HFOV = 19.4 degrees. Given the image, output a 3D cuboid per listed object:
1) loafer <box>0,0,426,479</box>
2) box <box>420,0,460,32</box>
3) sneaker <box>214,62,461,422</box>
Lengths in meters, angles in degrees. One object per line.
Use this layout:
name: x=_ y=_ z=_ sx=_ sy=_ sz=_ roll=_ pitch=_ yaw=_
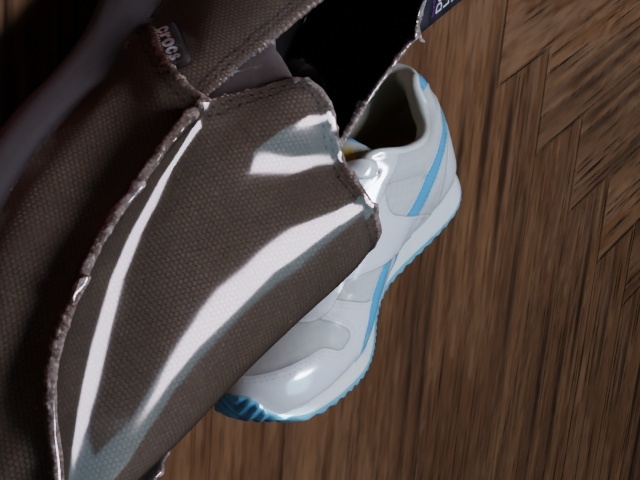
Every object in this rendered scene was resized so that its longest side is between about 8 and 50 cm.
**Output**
loafer: x=-0.045 y=-0.018 z=0.729 sx=0.134 sy=0.130 sz=0.366 roll=74 pitch=29 yaw=-51
box: x=0.080 y=-0.195 z=1.054 sx=0.162 sy=0.029 sz=0.116 roll=-42 pitch=143 yaw=-44
sneaker: x=0.000 y=0.000 z=0.979 sx=0.228 sy=0.087 sz=0.092 roll=-59 pitch=147 yaw=-40
